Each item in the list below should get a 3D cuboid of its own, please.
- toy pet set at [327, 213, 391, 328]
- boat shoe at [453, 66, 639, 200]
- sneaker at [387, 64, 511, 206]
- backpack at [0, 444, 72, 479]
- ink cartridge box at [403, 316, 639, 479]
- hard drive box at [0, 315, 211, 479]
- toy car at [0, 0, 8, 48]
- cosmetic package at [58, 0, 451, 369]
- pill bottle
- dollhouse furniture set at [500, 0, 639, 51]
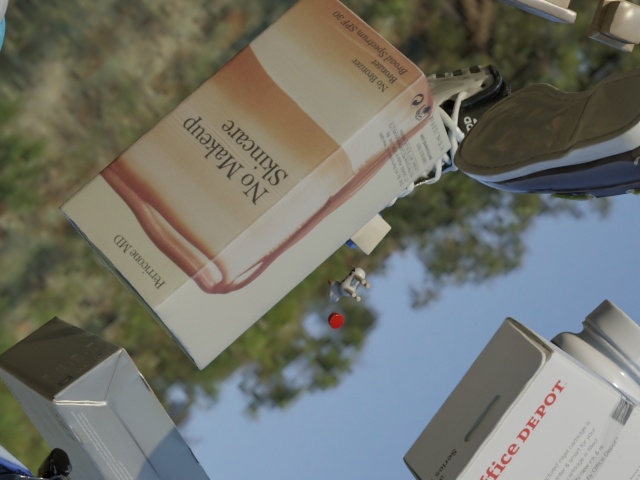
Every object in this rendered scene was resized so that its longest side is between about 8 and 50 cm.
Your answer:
[{"bbox_3d":[0.000,0.000,1.628,0.114,0.122,0.065,-49,-140,-3],"label":"toy pet set"},{"bbox_3d":[0.245,-0.088,1.674,0.324,0.097,0.116,-8,-130,61],"label":"boat shoe"},{"bbox_3d":[0.090,-0.119,2.088,0.258,0.169,0.447,-17,-165,31],"label":"sneaker"},{"bbox_3d":[-0.324,0.188,1.138,0.276,0.213,0.263,-57,166,-17],"label":"backpack"},{"bbox_3d":[0.204,0.188,1.490,0.160,0.219,0.092,-54,-152,4],"label":"ink cartridge box"},{"bbox_3d":[-0.227,0.187,1.802,0.089,0.181,0.232,-37,-160,-18],"label":"hard drive box"},{"bbox_3d":[-0.316,-0.192,1.370,0.210,0.219,0.238,-57,-144,21],"label":"toy car"},{"bbox_3d":[-0.052,-0.055,1.492,0.296,0.153,0.129,-43,150,-8],"label":"cosmetic package"},{"bbox_3d":[0.320,0.222,2.287,0.283,0.161,0.161,-45,-173,2],"label":"pill bottle"},{"bbox_3d":[0.179,-0.388,1.711,0.303,0.356,0.174,-69,-162,1],"label":"dollhouse furniture set"}]
